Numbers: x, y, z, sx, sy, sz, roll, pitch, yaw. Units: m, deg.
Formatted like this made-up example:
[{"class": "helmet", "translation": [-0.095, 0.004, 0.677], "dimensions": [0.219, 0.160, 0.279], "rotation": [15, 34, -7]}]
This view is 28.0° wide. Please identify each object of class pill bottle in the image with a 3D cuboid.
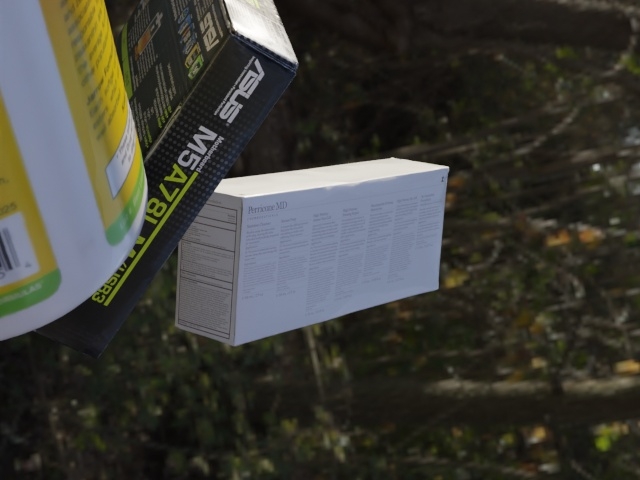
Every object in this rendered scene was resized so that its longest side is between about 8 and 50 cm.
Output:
[{"class": "pill bottle", "translation": [-0.146, -0.091, 0.437], "dimensions": [0.136, 0.136, 0.246], "rotation": [-92, 177, -46]}]

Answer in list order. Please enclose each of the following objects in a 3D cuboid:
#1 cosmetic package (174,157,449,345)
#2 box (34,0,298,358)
[{"class": "cosmetic package", "translation": [0.000, 0.000, 0.903], "dimensions": [0.239, 0.060, 0.099], "rotation": [-10, 110, -51]}, {"class": "box", "translation": [-0.090, -0.062, 0.679], "dimensions": [0.045, 0.184, 0.191], "rotation": [25, 21, -23]}]
